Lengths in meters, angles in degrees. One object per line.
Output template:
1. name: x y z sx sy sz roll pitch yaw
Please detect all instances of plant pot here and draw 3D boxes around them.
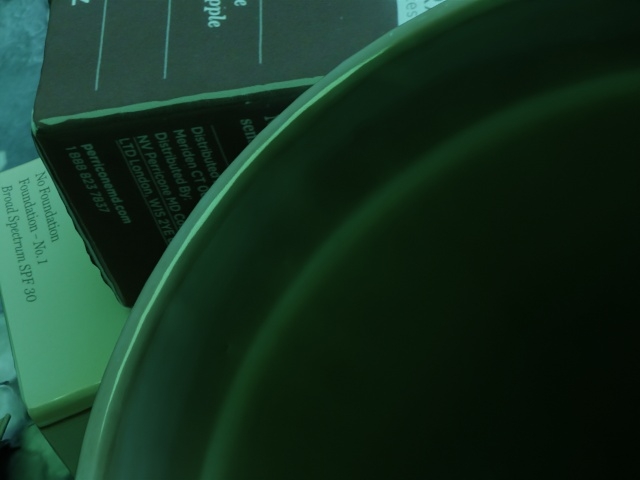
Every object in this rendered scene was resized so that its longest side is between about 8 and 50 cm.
1. plant pot: 0.124 0.111 0.499 0.323 0.280 0.323 -19 48 22

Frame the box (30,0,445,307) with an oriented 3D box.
1. box: 0.080 -0.101 0.639 0.381 0.143 0.191 -7 52 7

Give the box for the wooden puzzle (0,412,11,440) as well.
1. wooden puzzle: -0.205 0.117 0.783 0.079 0.014 0.116 -8 20 10

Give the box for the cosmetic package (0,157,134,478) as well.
1. cosmetic package: 0.000 0.000 0.742 0.309 0.113 0.160 -22 51 -1
